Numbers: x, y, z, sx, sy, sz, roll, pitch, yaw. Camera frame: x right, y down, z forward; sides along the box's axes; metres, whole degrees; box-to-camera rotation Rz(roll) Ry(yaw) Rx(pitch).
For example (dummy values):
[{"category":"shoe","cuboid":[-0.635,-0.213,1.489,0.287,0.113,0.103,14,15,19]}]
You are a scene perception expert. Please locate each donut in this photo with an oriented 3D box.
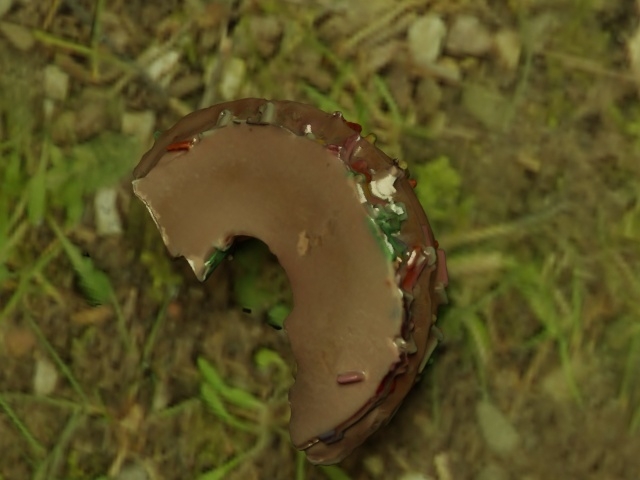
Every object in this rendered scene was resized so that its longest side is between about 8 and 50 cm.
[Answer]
[{"category":"donut","cuboid":[0.000,0.000,0.797,0.117,0.065,0.166,-41,76,26]}]
